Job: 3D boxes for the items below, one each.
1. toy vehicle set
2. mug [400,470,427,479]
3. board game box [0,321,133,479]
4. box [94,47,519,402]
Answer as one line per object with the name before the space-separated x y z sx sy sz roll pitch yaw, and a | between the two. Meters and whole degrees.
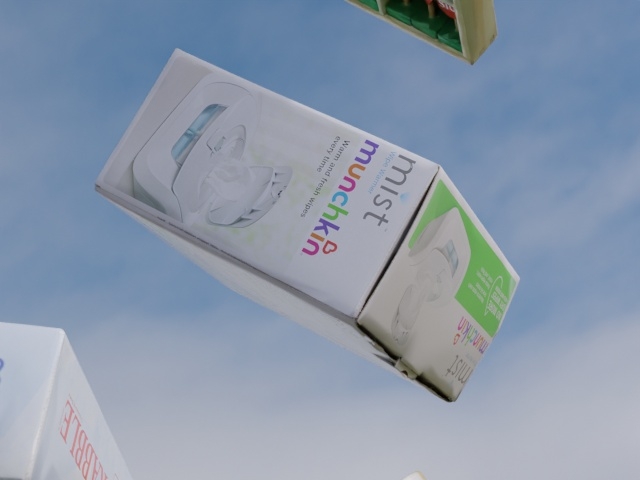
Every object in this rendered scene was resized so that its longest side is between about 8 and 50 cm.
toy vehicle set | 0.014 -0.250 1.072 0.035 0.267 0.166 -48 -31 -17
mug | 0.038 0.120 0.487 0.078 0.064 0.062 -35 -18 -29
board game box | -0.240 0.124 0.635 0.318 0.066 0.319 6 -31 6
box | 0.000 0.000 1.044 0.231 0.127 0.262 25 -8 26
